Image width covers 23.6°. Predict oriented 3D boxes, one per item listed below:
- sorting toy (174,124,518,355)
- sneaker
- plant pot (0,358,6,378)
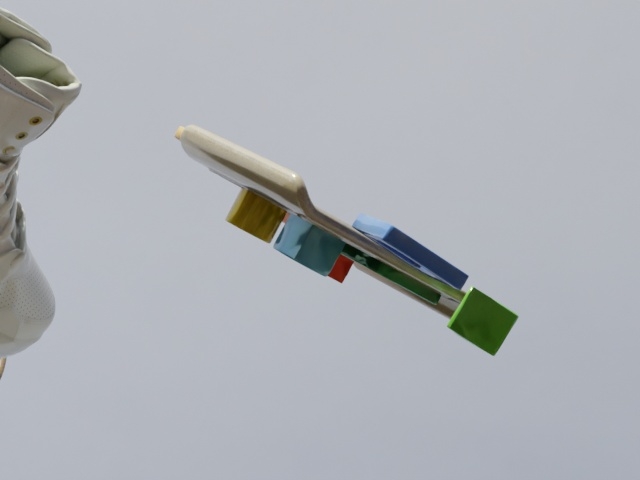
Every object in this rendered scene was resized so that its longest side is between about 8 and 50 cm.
[{"bbox_3d":[0.000,0.000,1.078,0.196,0.348,0.047,34,-93,-34],"label":"sorting toy"},{"bbox_3d":[-0.214,-0.041,0.994,0.169,0.108,0.292,-24,-44,11],"label":"sneaker"},{"bbox_3d":[-0.398,0.155,1.330,0.215,0.215,0.230,25,-47,2],"label":"plant pot"}]
